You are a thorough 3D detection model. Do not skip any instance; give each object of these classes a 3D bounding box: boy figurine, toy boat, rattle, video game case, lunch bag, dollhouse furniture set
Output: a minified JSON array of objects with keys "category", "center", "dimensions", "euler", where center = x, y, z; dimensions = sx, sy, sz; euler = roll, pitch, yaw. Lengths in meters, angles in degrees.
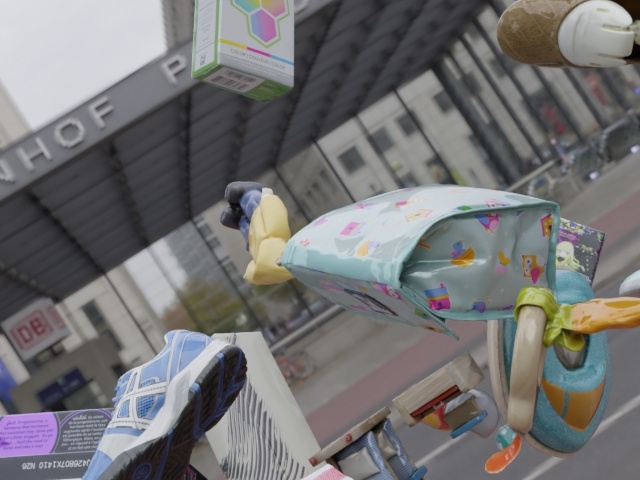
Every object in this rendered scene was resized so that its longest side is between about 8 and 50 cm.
[{"category":"boy figurine","center":[-0.105,0.004,1.869],"dimensions":[0.285,0.092,0.177],"euler":[-118,40,-57]},{"category":"toy boat","center":[0.272,0.184,1.404],"dimensions":[0.318,0.268,0.148],"euler":[-18,8,-29]},{"category":"rattle","center":[0.254,0.151,1.097],"dimensions":[0.142,0.200,0.130],"euler":[6,0,-1]},{"category":"video game case","center":[0.318,0.043,1.688],"dimensions":[0.042,0.232,0.210],"euler":[96,-166,-63]},{"category":"lunch bag","center":[0.115,0.020,1.242],"dimensions":[0.262,0.160,0.223],"euler":[-10,13,-36]},{"category":"dollhouse furniture set","center":[0.109,0.233,1.161],"dimensions":[0.183,0.129,0.129],"euler":[-37,-9,20]}]

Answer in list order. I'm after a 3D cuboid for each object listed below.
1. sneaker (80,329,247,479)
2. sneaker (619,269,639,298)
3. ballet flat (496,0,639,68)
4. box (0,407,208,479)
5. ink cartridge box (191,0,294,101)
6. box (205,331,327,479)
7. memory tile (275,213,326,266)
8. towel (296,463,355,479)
[{"category":"sneaker","center":[-0.155,0.169,0.940],"dimensions":[0.211,0.081,0.080],"euler":[-50,-36,-23]},{"category":"sneaker","center":[0.530,-0.004,1.479],"dimensions":[0.256,0.151,0.094],"euler":[-28,-41,36]},{"category":"ballet flat","center":[0.397,-0.258,1.312],"dimensions":[0.342,0.116,0.124],"euler":[-1,27,-9]},{"category":"box","center":[-0.248,0.303,1.194],"dimensions":[0.165,0.143,0.270],"euler":[-5,-29,12]},{"category":"ink cartridge box","center":[-0.091,-0.284,1.277],"dimensions":[0.109,0.209,0.062],"euler":[13,-20,-38]},{"category":"box","center":[-0.086,0.266,1.460],"dimensions":[0.094,0.275,0.113],"euler":[2,-44,-46]},{"category":"memory tile","center":[0.000,0.000,1.483],"dimensions":[0.113,0.012,0.148],"euler":[-42,17,-19]},{"category":"towel","center":[0.026,0.263,0.854],"dimensions":[0.144,0.197,0.029],"euler":[-23,-53,-42]}]
